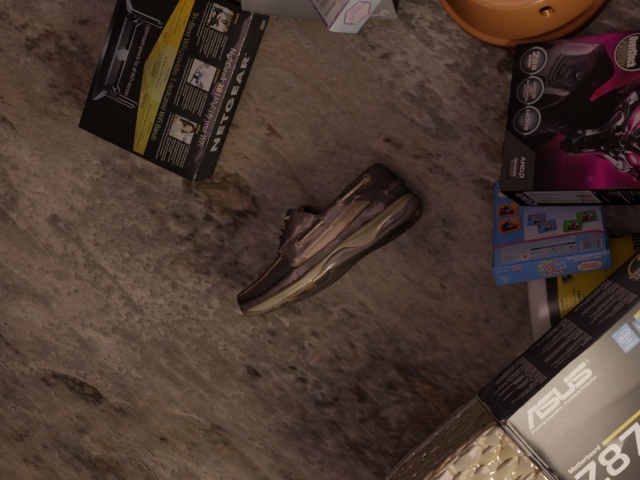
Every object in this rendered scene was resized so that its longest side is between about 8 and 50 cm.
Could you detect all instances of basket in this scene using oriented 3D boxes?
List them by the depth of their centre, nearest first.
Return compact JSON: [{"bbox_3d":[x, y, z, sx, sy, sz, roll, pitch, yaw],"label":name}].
[{"bbox_3d":[0.293,0.436,1.327,0.328,0.266,0.331,46,108,6],"label":"basket"}]

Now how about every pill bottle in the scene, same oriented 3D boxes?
[{"bbox_3d":[0.479,0.080,1.237,0.334,0.188,0.188,-7,98,19],"label":"pill bottle"}]

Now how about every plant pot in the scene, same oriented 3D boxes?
[{"bbox_3d":[0.281,-0.420,1.200,0.291,0.203,0.291,3,100,18],"label":"plant pot"}]

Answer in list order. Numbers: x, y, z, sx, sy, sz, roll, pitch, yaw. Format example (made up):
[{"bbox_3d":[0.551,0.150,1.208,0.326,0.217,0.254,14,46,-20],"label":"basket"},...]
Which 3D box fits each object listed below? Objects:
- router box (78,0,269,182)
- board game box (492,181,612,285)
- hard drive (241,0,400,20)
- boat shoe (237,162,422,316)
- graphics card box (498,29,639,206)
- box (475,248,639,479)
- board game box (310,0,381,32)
[{"bbox_3d":[-0.255,-0.289,1.467,0.243,0.081,0.309,27,107,12],"label":"router box"},{"bbox_3d":[0.336,-0.027,1.257,0.160,0.211,0.039,-10,127,20],"label":"board game box"},{"bbox_3d":[0.005,-0.432,1.333,0.254,0.054,0.172,8,76,14],"label":"hard drive"},{"bbox_3d":[0.000,0.000,1.426,0.355,0.132,0.130,-34,79,12],"label":"boat shoe"},{"bbox_3d":[0.439,-0.167,1.158,0.371,0.094,0.233,2,79,37],"label":"graphics card box"},{"bbox_3d":[0.441,0.179,1.063,0.395,0.097,0.318,-42,107,1],"label":"box"},{"bbox_3d":[0.043,-0.518,1.192,0.318,0.066,0.319,-47,64,38],"label":"board game box"}]
